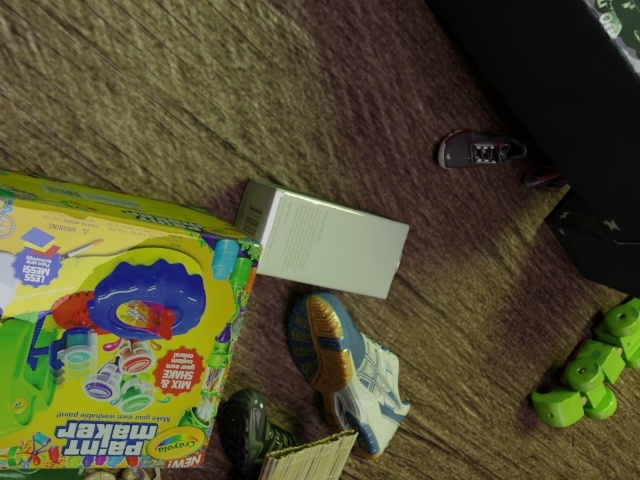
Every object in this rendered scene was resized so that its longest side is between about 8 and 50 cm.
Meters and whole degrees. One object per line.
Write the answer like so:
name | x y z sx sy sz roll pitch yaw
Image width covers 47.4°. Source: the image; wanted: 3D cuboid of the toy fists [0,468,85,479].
toy fists | -0.401 0.337 0.865 0.142 0.096 0.279 28 88 -43

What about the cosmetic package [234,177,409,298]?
cosmetic package | 0.000 0.000 1.006 0.231 0.085 0.118 15 97 -35

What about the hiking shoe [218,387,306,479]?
hiking shoe | -0.078 0.297 1.058 0.114 0.086 0.227 -20 124 -31

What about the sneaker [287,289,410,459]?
sneaker | 0.048 0.182 1.093 0.131 0.111 0.297 -40 124 -35

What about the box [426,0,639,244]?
box | 0.494 -0.323 0.981 0.471 0.297 0.480 -42 99 -9

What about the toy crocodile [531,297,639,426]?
toy crocodile | 0.538 0.223 1.392 0.340 0.105 0.115 -45 122 -17

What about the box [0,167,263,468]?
box | -0.259 0.090 0.824 0.289 0.177 0.279 10 100 -32

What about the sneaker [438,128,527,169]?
sneaker | 0.254 -0.141 1.124 0.157 0.065 0.061 -13 111 -27

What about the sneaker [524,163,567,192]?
sneaker | 0.394 -0.102 1.236 0.119 0.047 0.057 -21 126 -23

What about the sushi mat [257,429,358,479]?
sushi mat | -0.049 0.401 1.065 0.151 0.019 0.317 -8 129 -35

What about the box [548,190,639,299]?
box | 0.625 -0.051 1.206 0.312 0.343 0.179 -48 124 -9

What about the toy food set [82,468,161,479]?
toy food set | -0.273 0.343 0.985 0.122 0.019 0.078 -11 110 -28
